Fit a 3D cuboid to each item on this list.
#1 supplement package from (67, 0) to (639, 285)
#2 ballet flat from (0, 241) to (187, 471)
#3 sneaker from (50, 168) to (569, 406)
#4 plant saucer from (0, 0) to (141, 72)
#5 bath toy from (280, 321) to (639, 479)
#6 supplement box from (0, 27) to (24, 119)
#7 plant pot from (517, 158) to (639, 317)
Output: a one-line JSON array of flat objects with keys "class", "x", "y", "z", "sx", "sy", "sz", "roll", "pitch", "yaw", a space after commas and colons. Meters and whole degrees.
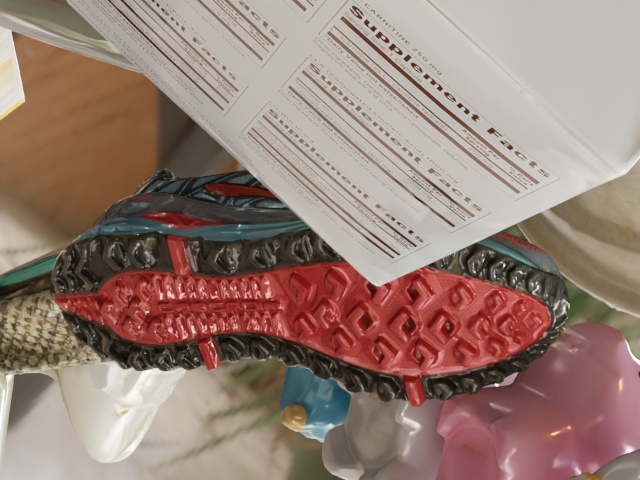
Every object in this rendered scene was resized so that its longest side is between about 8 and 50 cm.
[{"class": "supplement package", "x": 0.049, "y": -0.115, "z": 0.497, "sx": 0.149, "sy": 0.194, "sz": 0.203, "roll": 42, "pitch": -15, "yaw": -4}, {"class": "ballet flat", "x": -0.226, "y": 0.080, "z": 1.186, "sx": 0.164, "sy": 0.482, "sz": 0.182, "roll": -71, "pitch": 149, "yaw": -84}, {"class": "sneaker", "x": 0.000, "y": 0.000, "z": 0.880, "sx": 0.125, "sy": 0.261, "sz": 0.104, "roll": -62, "pitch": 152, "yaw": -50}, {"class": "plant saucer", "x": -0.152, "y": -0.191, "z": 1.109, "sx": 0.400, "sy": 0.101, "sz": 0.400, "roll": 20, "pitch": 10, "yaw": -4}, {"class": "bath toy", "x": 0.116, "y": 0.101, "z": 0.902, "sx": 0.129, "sy": 0.151, "sz": 0.348, "roll": 10, "pitch": 12, "yaw": -32}, {"class": "supplement box", "x": -0.291, "y": -0.145, "z": 1.481, "sx": 0.036, "sy": 0.062, "sz": 0.098, "roll": 29, "pitch": -37, "yaw": 27}, {"class": "plant pot", "x": 0.195, "y": -0.163, "z": 0.904, "sx": 0.334, "sy": 0.334, "sz": 0.305, "roll": 54, "pitch": 4, "yaw": 36}]
